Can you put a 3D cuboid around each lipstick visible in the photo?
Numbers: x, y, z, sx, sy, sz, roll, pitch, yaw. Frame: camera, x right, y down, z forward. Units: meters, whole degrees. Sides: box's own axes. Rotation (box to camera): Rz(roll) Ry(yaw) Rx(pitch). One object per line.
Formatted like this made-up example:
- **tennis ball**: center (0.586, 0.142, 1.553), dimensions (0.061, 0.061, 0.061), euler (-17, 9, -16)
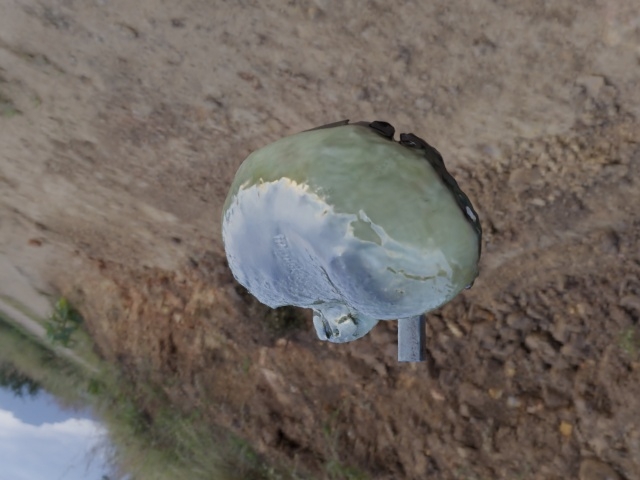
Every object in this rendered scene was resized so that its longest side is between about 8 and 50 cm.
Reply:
- **lipstick**: center (0.196, 0.101, 1.626), dimensions (0.051, 0.312, 0.051), euler (-3, 171, 27)

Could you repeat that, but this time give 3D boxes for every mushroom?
- **mushroom**: center (-0.001, 0.000, 0.796), dimensions (0.130, 0.247, 0.344), euler (-12, -166, -35)
